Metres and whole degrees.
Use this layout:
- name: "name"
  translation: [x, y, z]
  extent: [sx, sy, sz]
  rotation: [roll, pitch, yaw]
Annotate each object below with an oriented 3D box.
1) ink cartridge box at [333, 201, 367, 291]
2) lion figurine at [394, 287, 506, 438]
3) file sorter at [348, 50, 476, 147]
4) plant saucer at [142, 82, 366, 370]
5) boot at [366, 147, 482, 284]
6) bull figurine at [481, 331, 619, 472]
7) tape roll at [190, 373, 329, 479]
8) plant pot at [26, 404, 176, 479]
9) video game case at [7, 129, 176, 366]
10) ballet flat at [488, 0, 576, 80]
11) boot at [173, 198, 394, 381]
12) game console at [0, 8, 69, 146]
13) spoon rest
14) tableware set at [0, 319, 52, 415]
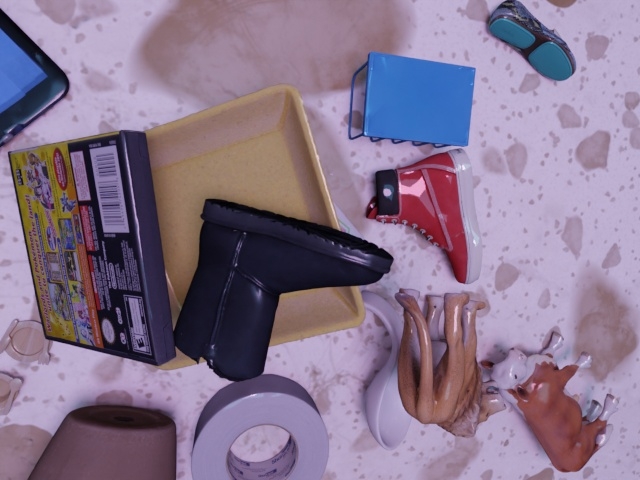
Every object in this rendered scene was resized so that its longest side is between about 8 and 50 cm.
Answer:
- name: "ink cartridge box"
  translation: [0.000, 0.000, 0.658]
  extent: [0.109, 0.062, 0.209]
  rotation: [-41, 103, -4]
- name: "lion figurine"
  translation: [0.183, 0.203, 0.621]
  extent: [0.392, 0.142, 0.239]
  rotation: [19, 77, -53]
- name: "file sorter"
  translation: [0.138, -0.212, 0.644]
  extent: [0.171, 0.104, 0.118]
  rotation: [2, 96, -14]
- name: "plant saucer"
  translation: [-0.135, -0.006, 0.579]
  extent: [0.333, 0.081, 0.332]
  rotation: [-15, 101, 9]
- name: "boot"
  translation: [0.177, -0.020, 0.698]
  extent: [0.177, 0.088, 0.244]
  rotation: [-16, 111, 7]
- name: "bull figurine"
  translation: [0.449, 0.301, 0.781]
  extent: [0.189, 0.101, 0.310]
  rotation: [-34, 103, -9]
- name: "tape roll"
  translation: [-0.099, 0.341, 0.671]
  extent: [0.220, 0.072, 0.218]
  rotation: [-2, 97, -14]
- name: "plant pot"
  translation: [-0.305, 0.361, 0.552]
  extent: [0.263, 0.263, 0.229]
  rotation: [14, 76, -15]
- name: "video game case"
  translation: [-0.301, 0.011, 0.522]
  extent: [0.249, 0.035, 0.274]
  rotation: [1, 101, 29]
- name: "ballet flat"
  translation: [0.382, -0.358, 0.709]
  extent: [0.189, 0.070, 0.070]
  rotation: [28, 90, -18]
- name: "boot"
  translation: [-0.054, 0.075, 0.497]
  extent: [0.247, 0.094, 0.207]
  rotation: [15, 100, 10]
- name: "game console"
  translation: [-0.519, -0.227, 0.458]
  extent: [0.173, 0.250, 0.293]
  rotation: [-38, 104, 21]
- name: "spoon rest"
  translation: [0.114, 0.224, 0.691]
  extent: [0.137, 0.084, 0.276]
  rotation: [-24, 102, -49]
- name: "tableware set"
  translation: [-0.491, 0.167, 0.584]
  extent: [0.169, 0.020, 0.141]
  rotation: [26, 90, -15]
